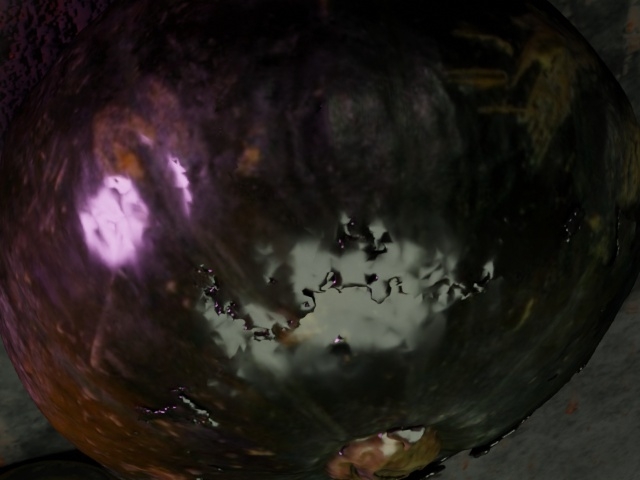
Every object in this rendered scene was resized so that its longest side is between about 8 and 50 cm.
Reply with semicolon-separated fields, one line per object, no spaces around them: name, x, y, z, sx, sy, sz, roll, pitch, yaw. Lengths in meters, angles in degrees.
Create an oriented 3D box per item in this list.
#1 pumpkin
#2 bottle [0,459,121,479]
pumpkin;0.000;0.000;1.137;0.454;0.344;0.454;-19;150;-12
bottle;-0.232;0.368;1.552;0.171;0.171;0.351;-14;139;-15
